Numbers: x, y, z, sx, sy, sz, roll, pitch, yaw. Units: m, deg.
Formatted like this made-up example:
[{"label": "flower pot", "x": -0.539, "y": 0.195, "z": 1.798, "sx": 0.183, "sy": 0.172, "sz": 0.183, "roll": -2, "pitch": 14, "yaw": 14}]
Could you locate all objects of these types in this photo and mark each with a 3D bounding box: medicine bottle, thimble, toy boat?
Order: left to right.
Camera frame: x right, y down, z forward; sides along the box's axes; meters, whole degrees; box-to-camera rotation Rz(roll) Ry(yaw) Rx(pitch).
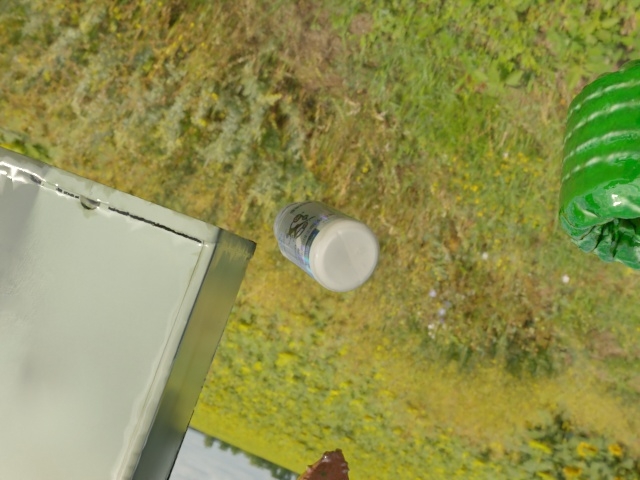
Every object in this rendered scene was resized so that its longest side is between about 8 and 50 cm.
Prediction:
[{"label": "toy boat", "x": -0.016, "y": 0.531, "z": 1.237, "sx": 0.140, "sy": 0.318, "sz": 0.099, "roll": 14, "pitch": 170, "yaw": 8}, {"label": "medicine bottle", "x": 0.000, "y": 0.000, "z": 1.043, "sx": 0.107, "sy": 0.107, "sz": 0.191, "roll": 34, "pitch": 179, "yaw": -30}, {"label": "thimble", "x": 0.193, "y": -0.035, "z": 0.380, "sx": 0.118, "sy": 0.090, "sz": 0.130, "roll": 2, "pitch": 164, "yaw": 20}]

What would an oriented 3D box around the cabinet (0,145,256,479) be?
[{"label": "cabinet", "x": -0.149, "y": 0.070, "z": 0.431, "sx": 0.144, "sy": 0.206, "sz": 0.150, "roll": 20, "pitch": 178, "yaw": 2}]
